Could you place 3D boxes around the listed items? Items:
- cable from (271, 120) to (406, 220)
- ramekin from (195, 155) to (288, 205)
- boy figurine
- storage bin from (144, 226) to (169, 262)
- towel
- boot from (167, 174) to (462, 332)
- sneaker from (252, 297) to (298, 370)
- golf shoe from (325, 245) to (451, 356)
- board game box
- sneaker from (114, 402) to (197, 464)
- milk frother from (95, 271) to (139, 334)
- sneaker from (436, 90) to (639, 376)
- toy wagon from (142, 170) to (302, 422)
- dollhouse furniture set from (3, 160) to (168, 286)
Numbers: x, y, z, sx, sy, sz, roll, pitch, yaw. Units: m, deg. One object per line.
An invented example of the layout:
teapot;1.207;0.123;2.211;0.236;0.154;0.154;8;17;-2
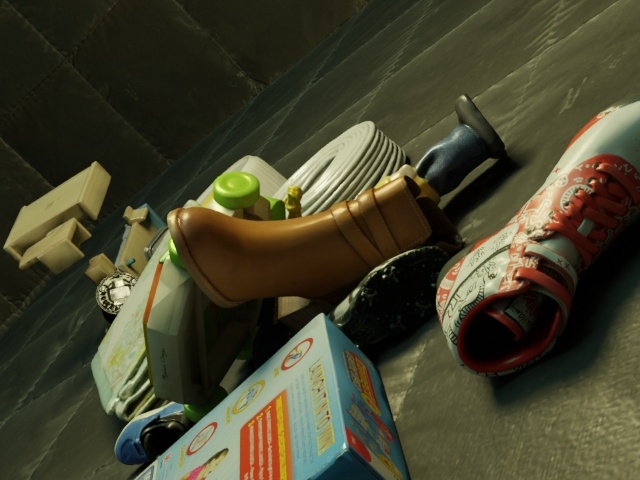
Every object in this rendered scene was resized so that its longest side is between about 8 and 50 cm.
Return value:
cable;0.008;-0.066;1.666;0.257;0.089;0.257;-32;18;42
ramekin;-0.149;-0.061;2.060;0.207;0.109;0.207;-41;14;12
boy figurine;0.088;-0.045;1.340;0.285;0.092;0.177;-38;-12;8
storage bin;-0.219;0.032;1.967;0.091;0.135;0.098;-15;30;42
towel;-0.224;0.107;1.714;0.320;0.090;0.374;-58;18;-1
boot;0.000;0.000;1.181;0.220;0.283;0.109;-29;48;25
sneaker;-0.045;0.113;1.389;0.053;0.059;0.144;-5;47;18
golf shoe;0.052;0.070;1.174;0.198;0.077;0.094;-41;14;9
board game box;-0.070;0.238;1.006;0.302;0.086;0.308;-42;14;9
sneaker;-0.215;0.254;1.428;0.152;0.058;0.084;-31;10;24
milk frother;-0.326;0.150;1.996;0.134;0.129;0.143;91;180;-59
sneaker;0.204;0.002;0.918;0.270;0.090;0.145;-43;14;19
toy wagon;-0.111;0.046;1.391;0.344;0.068;0.267;-60;-23;-48
dollhouse furniture set;-0.421;0.061;2.152;0.198;0.303;0.286;-29;29;22
